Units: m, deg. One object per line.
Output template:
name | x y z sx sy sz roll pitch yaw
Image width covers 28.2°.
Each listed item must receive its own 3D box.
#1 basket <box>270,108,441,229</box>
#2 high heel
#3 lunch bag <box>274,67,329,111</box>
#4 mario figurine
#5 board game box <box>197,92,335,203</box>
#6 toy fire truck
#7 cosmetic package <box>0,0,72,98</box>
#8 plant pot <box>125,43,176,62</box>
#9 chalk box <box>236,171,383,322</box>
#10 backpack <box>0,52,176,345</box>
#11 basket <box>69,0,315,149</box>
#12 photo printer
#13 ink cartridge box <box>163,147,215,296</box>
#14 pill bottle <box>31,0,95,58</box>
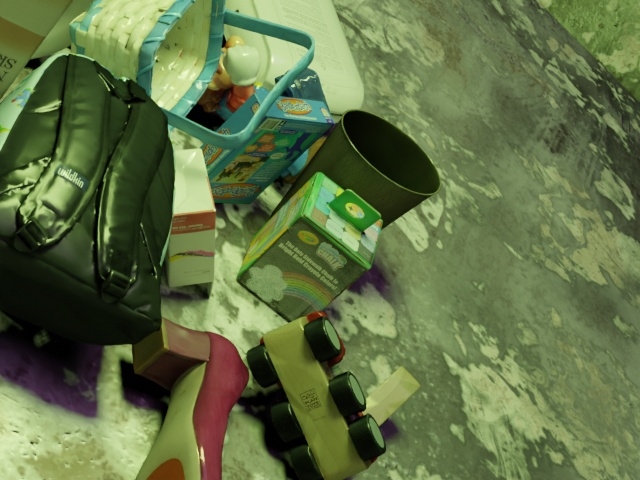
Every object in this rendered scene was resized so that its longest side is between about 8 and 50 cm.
basket | 0.040 -0.068 1.993 0.204 0.227 0.154 23 38 -33
high heel | -0.126 0.258 1.518 0.181 0.127 0.377 31 38 -38
lunch bag | -0.036 -0.243 2.133 0.067 0.065 0.098 34 -30 53
mario figurine | -0.108 -0.243 2.054 0.320 0.198 0.170 42 42 -17
board game box | -0.103 -0.133 1.906 0.160 0.210 0.047 0 55 -52
toy fire truck | 0.031 0.201 1.764 0.217 0.158 0.246 65 11 4
cosmetic package | -0.417 -0.271 1.516 0.153 0.296 0.129 21 38 -32
plant pot | -0.313 -0.379 1.977 0.167 0.188 0.187 9 46 -30
chalk box | 0.000 0.000 1.875 0.132 0.213 0.132 39 31 -13
backpack | -0.312 -0.066 1.562 0.290 0.273 0.356 29 56 -26
basket | -0.180 -0.251 1.762 0.289 0.201 0.255 20 46 18
photo printer | -0.055 -0.352 2.292 0.256 0.107 0.308 13 48 -44
ink cartridge box | -0.186 -0.017 1.744 0.067 0.198 0.115 -8 52 -12
pill bottle | -0.467 -0.473 1.834 0.224 0.224 0.392 6 50 -48
